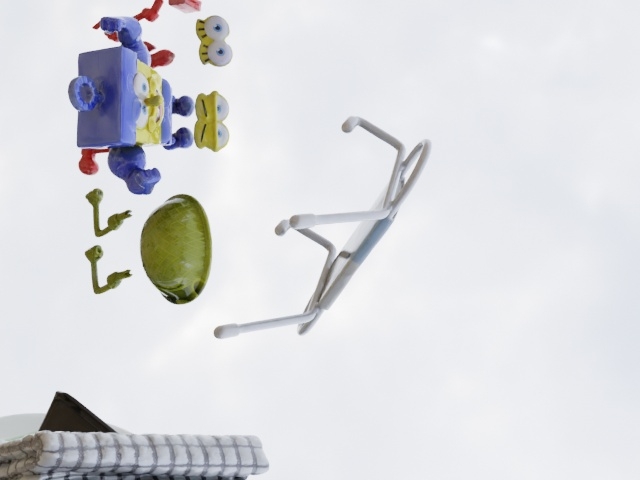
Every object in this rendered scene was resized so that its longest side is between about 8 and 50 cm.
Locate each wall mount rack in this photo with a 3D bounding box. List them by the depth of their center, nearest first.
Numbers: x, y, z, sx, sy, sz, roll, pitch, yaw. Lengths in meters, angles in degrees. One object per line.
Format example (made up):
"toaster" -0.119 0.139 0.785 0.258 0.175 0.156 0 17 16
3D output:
"wall mount rack" 0.000 0.000 2.021 0.350 0.130 0.304 -56 -173 33

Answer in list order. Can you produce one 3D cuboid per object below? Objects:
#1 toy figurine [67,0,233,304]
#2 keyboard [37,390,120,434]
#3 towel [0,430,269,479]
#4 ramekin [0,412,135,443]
"toy figurine" -0.234 -0.117 1.739 0.191 0.217 0.362 -1 -97 24
"keyboard" -0.199 0.317 1.749 0.033 0.317 0.201 -41 166 -50
"towel" -0.204 0.242 1.358 0.283 0.235 0.121 -19 -109 46
"ramekin" -0.372 0.356 2.222 0.303 0.303 0.148 25 -72 53
